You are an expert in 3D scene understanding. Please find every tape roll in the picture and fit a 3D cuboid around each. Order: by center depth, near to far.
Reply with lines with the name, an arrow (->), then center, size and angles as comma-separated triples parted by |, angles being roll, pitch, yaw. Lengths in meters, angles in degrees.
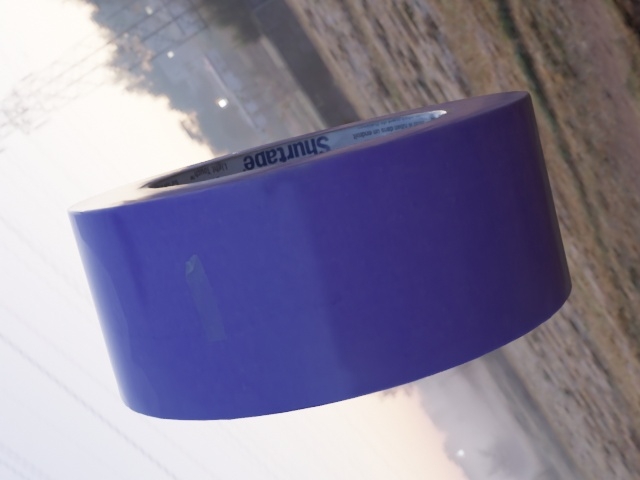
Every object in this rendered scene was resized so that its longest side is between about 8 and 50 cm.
tape roll -> 0.000, 0.000, 0.420 | 0.189, 0.188, 0.080 | -111, 7, -82
